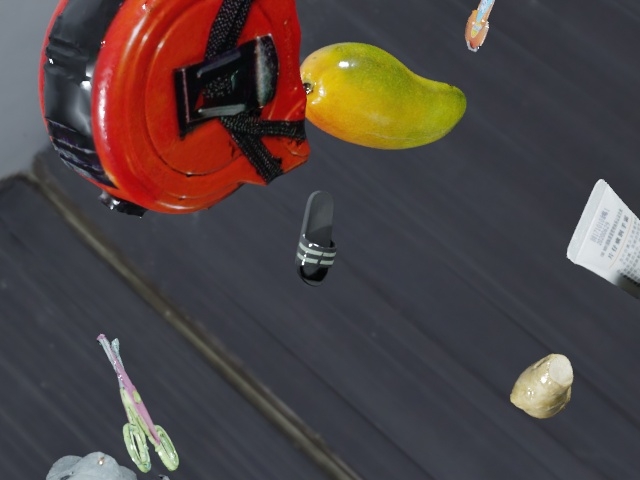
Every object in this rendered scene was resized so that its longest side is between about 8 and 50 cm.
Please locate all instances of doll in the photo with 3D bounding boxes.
[{"bbox_3d":[-0.349,0.373,1.693,0.340,0.246,0.158,-101,-161,-77],"label":"doll"}]

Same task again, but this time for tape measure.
[{"bbox_3d":[-0.118,-0.138,0.990,0.260,0.114,0.253,-33,132,-39],"label":"tape measure"}]

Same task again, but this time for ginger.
[{"bbox_3d":[0.328,0.216,1.656,0.095,0.069,0.190,-52,159,-5],"label":"ginger"}]

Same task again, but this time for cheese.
[{"bbox_3d":[0.269,-0.406,1.690,0.106,0.037,0.256,-109,-142,-62],"label":"cheese"}]

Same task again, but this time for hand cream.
[{"bbox_3d":[0.511,0.037,1.839,0.314,0.089,0.139,37,74,-36],"label":"hand cream"}]

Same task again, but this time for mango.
[{"bbox_3d":[0.085,-0.209,1.705,0.289,0.129,0.146,21,92,-33],"label":"mango"}]

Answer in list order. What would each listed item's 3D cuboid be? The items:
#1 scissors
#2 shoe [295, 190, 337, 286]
[{"bbox_3d":[-0.236,0.205,1.423,0.020,0.187,0.133,-27,163,7],"label":"scissors"},{"bbox_3d":[0.000,0.000,2.069,0.071,0.049,0.179,2,100,-33],"label":"shoe"}]
